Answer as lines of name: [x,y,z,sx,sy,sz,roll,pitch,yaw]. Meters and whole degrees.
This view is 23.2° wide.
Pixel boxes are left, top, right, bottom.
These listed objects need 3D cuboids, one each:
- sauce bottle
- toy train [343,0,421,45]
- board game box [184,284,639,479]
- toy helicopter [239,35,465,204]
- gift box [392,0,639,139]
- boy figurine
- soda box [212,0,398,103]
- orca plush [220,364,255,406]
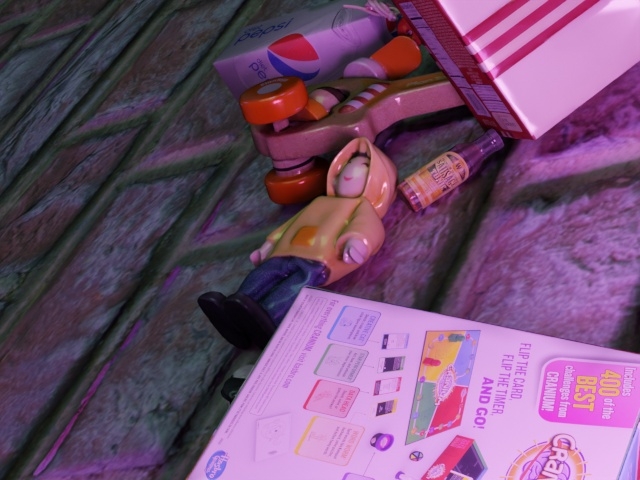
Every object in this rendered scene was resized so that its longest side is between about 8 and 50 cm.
sauce bottle: [0.146,-0.081,1.744,0.128,0.042,0.042,-36,26,-4]
toy train: [0.137,-0.328,1.968,0.248,0.143,0.105,20,36,24]
board game box: [0.085,0.162,1.221,0.316,0.064,0.242,11,44,21]
toy helicopter: [0.085,-0.175,1.924,0.355,0.140,0.235,-10,23,18]
gift box: [0.256,-0.260,1.715,0.258,0.276,0.255,-38,14,-2]
boy figurine: [0.000,0.000,1.711,0.285,0.092,0.177,-48,28,-24]
soda box: [-0.007,-0.269,2.181,0.286,0.091,0.098,-10,34,38]
orca plush: [-0.002,0.194,1.420,0.287,0.102,0.151,14,6,44]
